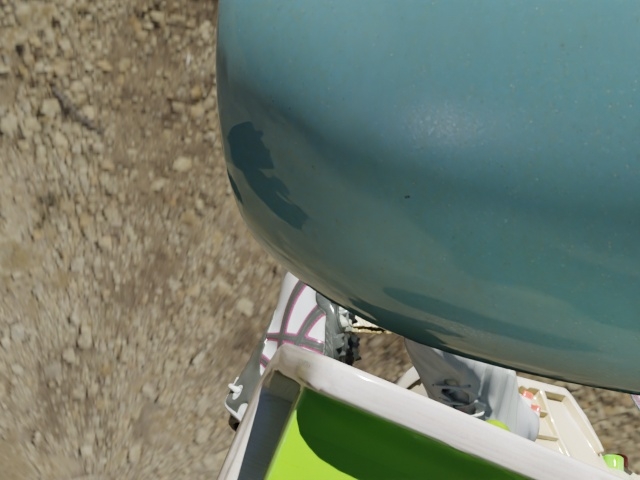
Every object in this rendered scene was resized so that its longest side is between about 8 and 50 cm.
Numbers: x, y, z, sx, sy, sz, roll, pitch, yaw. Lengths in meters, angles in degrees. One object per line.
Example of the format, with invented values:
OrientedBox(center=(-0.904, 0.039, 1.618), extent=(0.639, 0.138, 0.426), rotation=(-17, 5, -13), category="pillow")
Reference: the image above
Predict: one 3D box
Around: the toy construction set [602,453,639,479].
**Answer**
OrientedBox(center=(0.374, 0.391, 1.592), extent=(0.215, 0.151, 0.327), rotation=(22, 46, -27), category="toy construction set")

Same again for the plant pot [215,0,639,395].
OrientedBox(center=(0.094, -0.077, 0.565), extent=(0.235, 0.293, 0.293), rotation=(3, 75, 18), category="plant pot")

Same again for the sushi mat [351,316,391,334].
OrientedBox(center=(0.000, 0.000, 1.799), extent=(0.151, 0.019, 0.316), rotation=(8, 44, -38), category="sushi mat")

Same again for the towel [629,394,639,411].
OrientedBox(center=(0.425, 0.132, 1.650), extent=(0.197, 0.029, 0.144), rotation=(-34, 92, -40), category="towel")

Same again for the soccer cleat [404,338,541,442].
OrientedBox(center=(0.107, 0.118, 0.920), extent=(0.068, 0.196, 0.076), rotation=(13, 68, 34), category="soccer cleat")

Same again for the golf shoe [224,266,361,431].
OrientedBox(center=(-0.024, 0.103, 1.073), extent=(0.120, 0.105, 0.273), rotation=(-10, 56, 7), category="golf shoe")

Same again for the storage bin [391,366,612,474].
OrientedBox(center=(0.101, 0.242, 1.192), extent=(0.262, 0.260, 0.123), rotation=(-41, 56, 24), category="storage bin")

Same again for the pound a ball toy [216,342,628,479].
OrientedBox(center=(0.127, 0.116, 0.445), extent=(0.319, 0.136, 0.208), rotation=(22, 83, -8), category="pound a ball toy")
